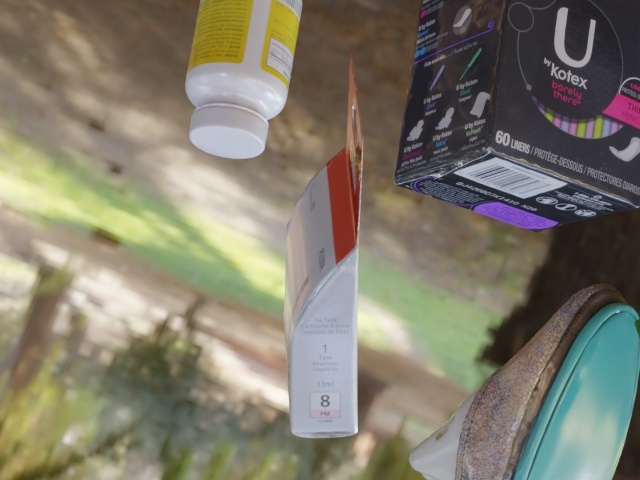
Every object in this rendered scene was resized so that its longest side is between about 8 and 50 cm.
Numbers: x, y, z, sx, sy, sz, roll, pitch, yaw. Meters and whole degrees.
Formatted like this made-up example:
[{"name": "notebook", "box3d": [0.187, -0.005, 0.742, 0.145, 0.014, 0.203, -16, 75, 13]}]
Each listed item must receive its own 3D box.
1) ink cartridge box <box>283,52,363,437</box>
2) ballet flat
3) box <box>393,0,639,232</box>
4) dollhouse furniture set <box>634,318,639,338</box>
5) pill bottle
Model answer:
[{"name": "ink cartridge box", "box3d": [0.000, 0.000, 1.294, 0.066, 0.232, 0.189, -4, -155, -1]}, {"name": "ballet flat", "box3d": [0.094, 0.169, 0.986, 0.106, 0.316, 0.108, 17, -174, 40]}, {"name": "box", "box3d": [0.182, -0.163, 1.476, 0.165, 0.270, 0.143, 17, 162, -28]}, {"name": "dollhouse furniture set", "box3d": [0.223, 0.098, 0.894, 0.059, 0.151, 0.076, -17, 171, -25]}, {"name": "pill bottle", "box3d": [-0.049, -0.113, 1.089, 0.065, 0.116, 0.065, 8, 159, 3]}]
